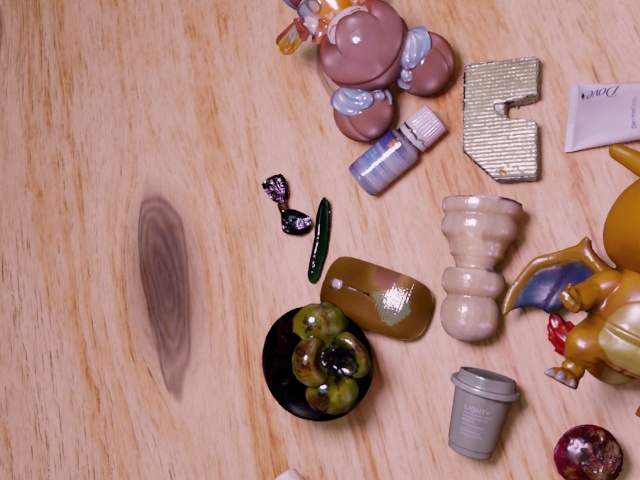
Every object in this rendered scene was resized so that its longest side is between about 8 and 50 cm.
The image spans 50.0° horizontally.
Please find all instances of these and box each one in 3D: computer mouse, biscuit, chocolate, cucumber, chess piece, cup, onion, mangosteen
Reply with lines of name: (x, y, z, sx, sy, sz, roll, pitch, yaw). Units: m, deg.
computer mouse: (0.103, 0.111, 1.352, 0.245, 0.056, 0.126, 20, 86, 32)
biscuit: (0.347, -0.228, 1.312, 0.147, 0.046, 0.250, -4, 75, 26)
chocolate: (-0.076, -0.072, 1.491, 0.072, 0.070, 0.147, -51, 55, 40)
cucumber: (0.000, 0.000, 1.448, 0.036, 0.033, 0.184, 9, 81, 4)
chess piece: (0.279, 0.052, 1.234, 0.143, 0.143, 0.260, 4, 83, 29)
cup: (0.274, 0.297, 1.181, 0.120, 0.120, 0.141, 12, 92, 30)
onion: (0.428, 0.345, 1.099, 0.107, 0.097, 0.107, 0, 97, 4)
mangosteen: (-0.004, 0.225, 1.280, 0.243, 0.243, 0.243, -7, 74, 27)

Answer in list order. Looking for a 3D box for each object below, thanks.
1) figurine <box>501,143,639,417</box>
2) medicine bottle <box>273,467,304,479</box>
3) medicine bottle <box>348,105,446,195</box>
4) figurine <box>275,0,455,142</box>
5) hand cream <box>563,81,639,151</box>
figurine: (0.486, 0.059, 1.041, 0.401, 0.268, 0.387, 24, 92, 35)
medicine bottle: (-0.002, 0.540, 1.262, 0.114, 0.114, 0.252, -48, 61, 10)
medicine bottle: (0.156, -0.181, 1.382, 0.203, 0.083, 0.083, -39, 62, 12)
figurine: (0.068, -0.423, 1.424, 0.277, 0.248, 0.388, -39, 53, 17)
hand cream: (0.550, -0.228, 1.193, 0.248, 0.083, 0.133, -1, 75, 38)
